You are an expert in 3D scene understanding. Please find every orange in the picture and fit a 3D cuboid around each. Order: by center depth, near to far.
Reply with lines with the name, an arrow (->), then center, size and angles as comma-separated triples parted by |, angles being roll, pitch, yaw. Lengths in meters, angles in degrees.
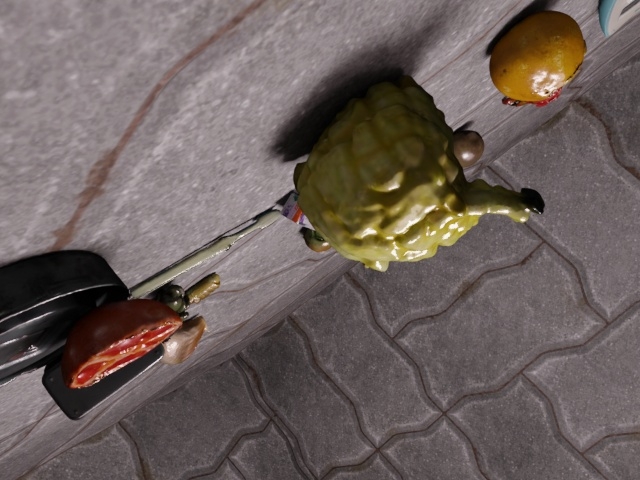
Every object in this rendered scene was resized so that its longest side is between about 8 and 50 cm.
orange -> 0.364, -0.303, 0.913 | 0.155, 0.134, 0.154 | -27, 172, -4

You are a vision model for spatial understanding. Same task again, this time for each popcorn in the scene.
popcorn -> 0.104, -0.087, 0.772 | 0.293, 0.293, 0.237 | -23, 159, -53

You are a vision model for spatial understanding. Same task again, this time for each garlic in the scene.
garlic -> -0.367, 0.248, 1.364 | 0.128, 0.090, 0.198 | -51, 163, 5

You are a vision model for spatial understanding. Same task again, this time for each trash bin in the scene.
trash bin -> -0.344, 0.193, 0.868 | 0.177, 0.101, 0.236 | -35, -174, -23

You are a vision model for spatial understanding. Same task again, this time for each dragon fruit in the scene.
dragon fruit -> 0.518, -0.373, 1.336 | 0.094, 0.094, 0.190 | -33, -167, -11

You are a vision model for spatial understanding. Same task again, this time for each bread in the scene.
bread -> -0.245, 0.103, 1.143 | 0.088, 0.033, 0.049 | -35, 177, 0

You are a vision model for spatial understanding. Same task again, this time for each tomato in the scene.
tomato -> -0.255, 0.115, 0.678 | 0.156, 0.069, 0.155 | -31, 169, -6

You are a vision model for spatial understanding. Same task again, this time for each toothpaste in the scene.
toothpaste -> -0.029, -0.053, 1.043 | 0.047, 0.040, 0.196 | -60, 170, 2

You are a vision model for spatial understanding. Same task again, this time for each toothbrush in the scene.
toothbrush -> -0.190, 0.020, 0.925 | 0.294, 0.026, 0.028 | -32, -174, -23

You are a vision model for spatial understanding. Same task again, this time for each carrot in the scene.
carrot -> 0.000, 0.000, 1.413 | 0.078, 0.078, 0.298 | -35, 176, -1

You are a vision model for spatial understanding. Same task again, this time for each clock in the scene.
clock -> -0.367, 0.110, 0.644 | 0.281, 0.055, 0.280 | -34, 171, -6

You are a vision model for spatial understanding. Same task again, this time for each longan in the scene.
longan -> 0.376, -0.244, 1.421 | 0.113, 0.092, 0.113 | -19, 146, -14

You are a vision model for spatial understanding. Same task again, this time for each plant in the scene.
plant -> -0.287, 0.137, 1.025 | 0.087, 0.085, 0.174 | 2, 147, -28

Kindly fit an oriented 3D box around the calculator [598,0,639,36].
calculator -> 0.647, -0.531, 1.011 | 0.256, 0.054, 0.386 | -37, 170, 12
